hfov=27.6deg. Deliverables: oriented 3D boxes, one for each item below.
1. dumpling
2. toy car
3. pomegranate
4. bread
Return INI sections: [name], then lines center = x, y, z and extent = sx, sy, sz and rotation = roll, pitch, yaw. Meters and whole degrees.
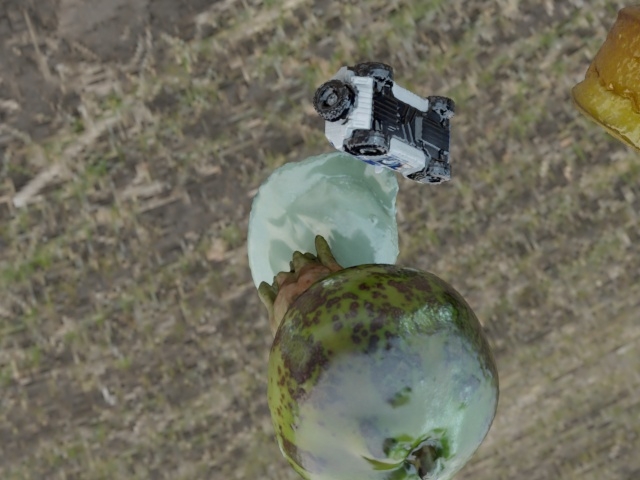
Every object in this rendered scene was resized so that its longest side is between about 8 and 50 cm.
[dumpling]
center = 0.011, 0.000, 1.349
extent = 0.108, 0.152, 0.219
rotation = -18, 133, -60
[toy car]
center = 0.058, -0.106, 1.195
extent = 0.070, 0.080, 0.170
rotation = -6, 164, 39
[pomegranate]
center = 0.023, 0.113, 1.181
extent = 0.204, 0.276, 0.222
rotation = -34, 145, -48
[bread]
center = 0.357, -0.125, 1.254
extent = 0.143, 0.195, 0.269
rotation = -52, 141, 12
